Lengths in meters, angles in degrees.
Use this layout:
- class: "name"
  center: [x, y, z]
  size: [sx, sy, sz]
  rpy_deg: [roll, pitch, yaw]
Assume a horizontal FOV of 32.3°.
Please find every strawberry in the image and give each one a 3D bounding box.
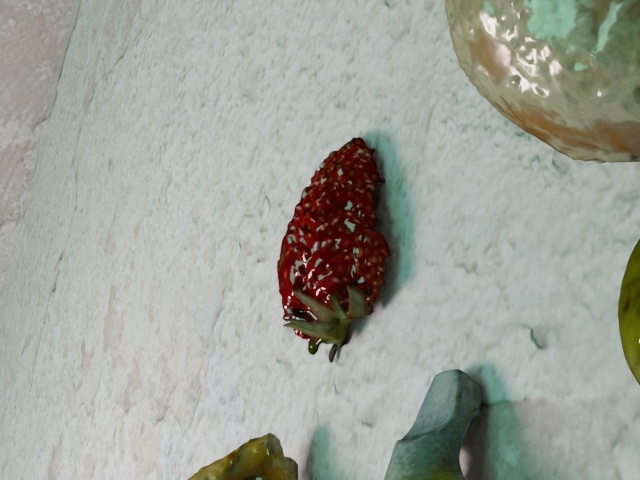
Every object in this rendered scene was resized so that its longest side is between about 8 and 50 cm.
- class: "strawberry"
  center: [-0.005, 0.000, 1.095]
  size: [0.167, 0.087, 0.208]
  rpy_deg: [-52, 36, 46]

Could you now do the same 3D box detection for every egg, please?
- class: "egg"
  center: [0.177, -0.144, 0.669]
  size: [0.233, 0.195, 0.195]
  rpy_deg: [43, 121, 44]

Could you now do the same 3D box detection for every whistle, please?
- class: "whistle"
  center: [0.085, 0.207, 0.855]
  size: [0.123, 0.123, 0.223]
  rpy_deg: [-30, 34, 57]

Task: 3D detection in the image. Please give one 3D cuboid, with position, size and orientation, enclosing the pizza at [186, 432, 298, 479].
- class: "pizza"
  center: [-0.107, 0.362, 1.007]
  size: [0.277, 0.114, 0.409]
  rpy_deg: [14, 58, 35]

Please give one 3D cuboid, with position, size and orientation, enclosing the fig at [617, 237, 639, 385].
- class: "fig"
  center: [0.225, 0.032, 0.585]
  size: [0.136, 0.121, 0.153]
  rpy_deg: [-18, 36, 20]
